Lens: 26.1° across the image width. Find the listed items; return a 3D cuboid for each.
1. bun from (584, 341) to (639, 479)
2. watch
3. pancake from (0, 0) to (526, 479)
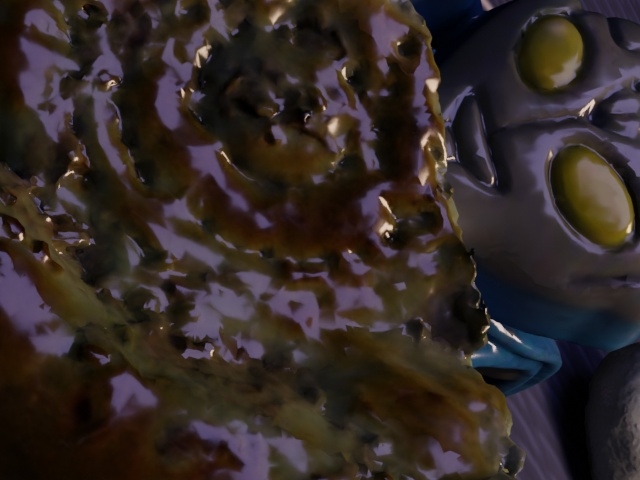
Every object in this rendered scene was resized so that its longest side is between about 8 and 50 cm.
[{"bbox_3d":[0.241,0.143,1.018,0.141,0.083,0.140,14,71,-46],"label":"bun"},{"bbox_3d":[0.000,0.000,0.549,0.274,0.305,0.241,89,-9,-75],"label":"watch"},{"bbox_3d":[-0.048,-0.029,0.366,0.376,0.054,0.197,45,71,-7],"label":"pancake"}]
